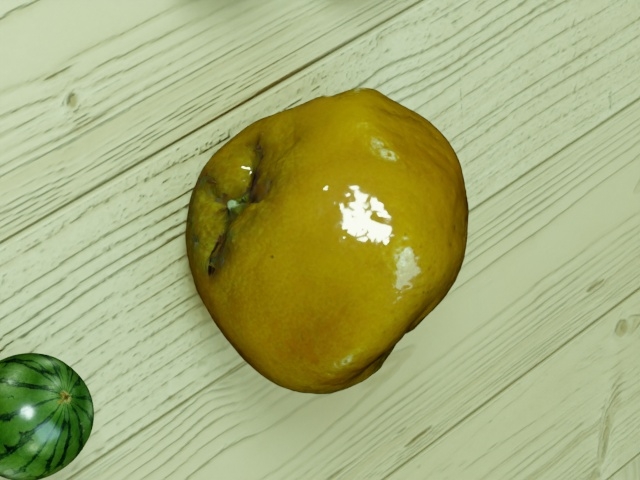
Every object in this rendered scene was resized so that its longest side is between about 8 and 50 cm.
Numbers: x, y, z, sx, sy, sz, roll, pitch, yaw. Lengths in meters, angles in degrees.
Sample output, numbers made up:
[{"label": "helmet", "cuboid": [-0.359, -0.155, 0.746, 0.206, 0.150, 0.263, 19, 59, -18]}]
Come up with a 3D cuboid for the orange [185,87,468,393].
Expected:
[{"label": "orange", "cuboid": [0.000, 0.000, 1.489, 0.183, 0.249, 0.249, 10, 106, -33]}]

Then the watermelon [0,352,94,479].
[{"label": "watermelon", "cuboid": [-0.225, 0.134, 1.424, 0.109, 0.109, 0.109, -26, 130, -35]}]
